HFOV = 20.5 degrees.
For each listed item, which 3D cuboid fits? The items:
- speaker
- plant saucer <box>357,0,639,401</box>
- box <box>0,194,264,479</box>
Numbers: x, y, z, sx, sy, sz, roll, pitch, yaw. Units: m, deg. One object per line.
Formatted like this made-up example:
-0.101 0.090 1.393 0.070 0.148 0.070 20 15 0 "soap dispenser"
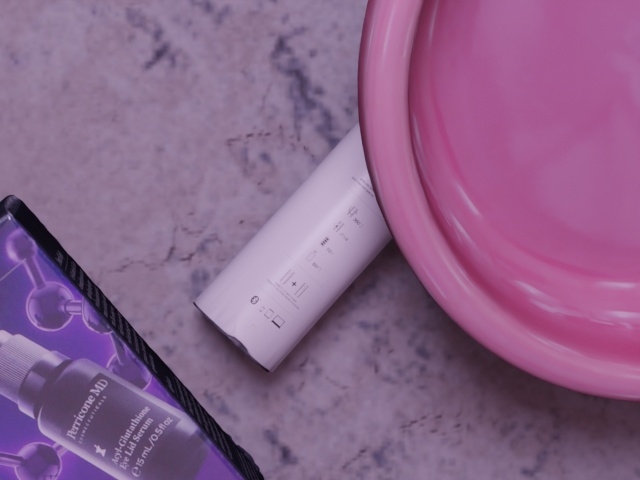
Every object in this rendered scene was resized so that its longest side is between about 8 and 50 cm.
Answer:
0.000 0.000 0.906 0.055 0.055 0.136 42 88 -9 "speaker"
0.173 -0.088 0.846 0.332 0.084 0.332 -4 111 -12 "plant saucer"
-0.142 0.104 0.868 0.153 0.108 0.207 -42 100 -2 "box"
